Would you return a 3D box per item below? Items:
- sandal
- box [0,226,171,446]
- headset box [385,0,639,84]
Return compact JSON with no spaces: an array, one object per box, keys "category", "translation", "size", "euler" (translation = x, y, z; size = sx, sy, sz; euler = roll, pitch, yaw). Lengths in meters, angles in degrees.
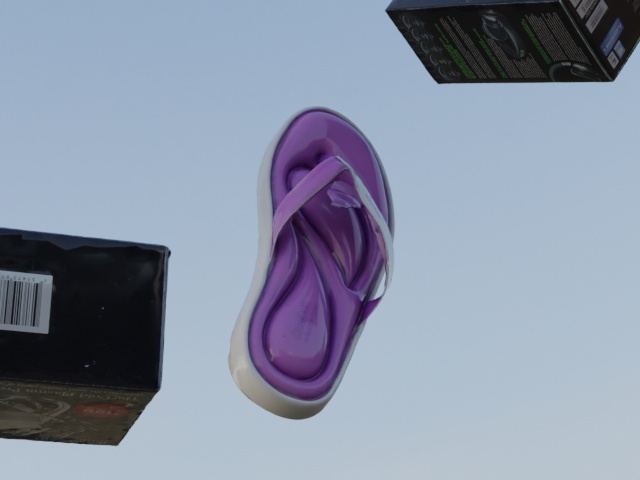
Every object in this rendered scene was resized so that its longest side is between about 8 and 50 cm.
[{"category":"sandal","translation":[0.013,0.006,1.613],"size":[0.169,0.416,0.102],"euler":[25,-42,-18]},{"category":"box","translation":[-0.374,0.117,1.792],"size":[0.343,0.179,0.312],"euler":[6,-20,-14]},{"category":"headset box","translation":[0.246,-0.307,1.738],"size":[0.283,0.246,0.131],"euler":[5,-36,48]}]
